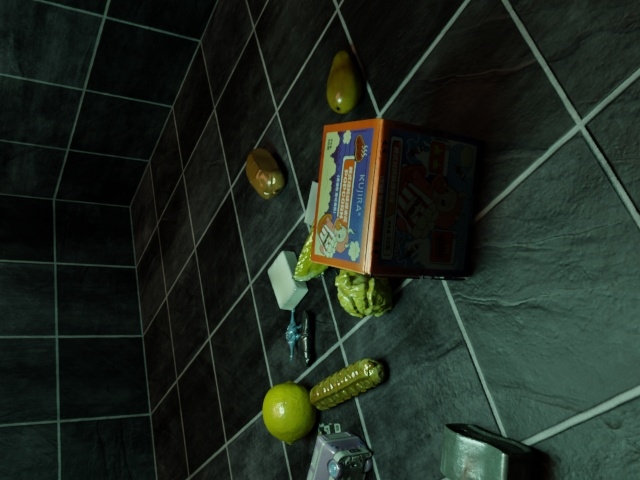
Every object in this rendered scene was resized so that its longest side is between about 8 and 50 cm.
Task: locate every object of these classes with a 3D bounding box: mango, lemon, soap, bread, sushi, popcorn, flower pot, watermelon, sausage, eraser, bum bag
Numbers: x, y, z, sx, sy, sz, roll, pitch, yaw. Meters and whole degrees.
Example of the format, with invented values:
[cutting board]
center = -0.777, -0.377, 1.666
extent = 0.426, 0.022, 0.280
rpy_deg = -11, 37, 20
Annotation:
[mango]
center = 0.072, -0.499, 1.946
extent = 0.136, 0.099, 0.228
rpy_deg = 135, 139, -53
[lemon]
center = -0.101, 0.562, 2.007
extent = 0.178, 0.178, 0.203
rpy_deg = -24, 65, 55
[soap]
center = -0.119, 0.141, 2.191
extent = 0.121, 0.063, 0.183
rpy_deg = -52, 44, 33
[bread]
center = 0.072, 0.431, 1.832
extent = 0.367, 0.084, 0.077
rpy_deg = -43, 11, 50
[sushi]
center = 0.019, 0.679, 1.928
extent = 0.139, 0.031, 0.201
rpy_deg = -24, 65, 55
[popcorn]
center = 0.112, 0.119, 1.720
extent = 0.173, 0.168, 0.195
rpy_deg = -47, 48, 42
[flower pot]
center = 0.356, 0.478, 1.333
extent = 0.229, 0.103, 0.108
rpy_deg = 4, 89, 60
[watermelon]
center = 0.000, 0.000, 1.960
extent = 0.123, 0.129, 0.301
rpy_deg = 43, 116, 50
[sausage]
center = -0.215, -0.255, 2.360
extent = 0.241, 0.120, 0.136
rpy_deg = -126, 35, -47
[eraser]
center = -0.011, -0.120, 2.097
extent = 0.104, 0.023, 0.151
rpy_deg = 29, 110, 56
[bum bag]
center = -0.045, 0.332, 2.072
extent = 0.087, 0.049, 0.198
rpy_deg = 143, 128, -81

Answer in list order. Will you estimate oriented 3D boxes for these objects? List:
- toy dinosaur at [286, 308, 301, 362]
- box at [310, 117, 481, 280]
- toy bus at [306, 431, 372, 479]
[toy dinosaur]
center = -0.094, 0.327, 2.155
extent = 0.080, 0.045, 0.198
rpy_deg = 145, 132, -59
[box]
center = 0.184, -0.094, 1.488
extent = 0.256, 0.318, 0.349
rpy_deg = 10, 93, 57
[toy bus]
center = 0.050, 0.671, 1.778
extent = 0.142, 0.141, 0.203
rpy_deg = 28, 109, 51
